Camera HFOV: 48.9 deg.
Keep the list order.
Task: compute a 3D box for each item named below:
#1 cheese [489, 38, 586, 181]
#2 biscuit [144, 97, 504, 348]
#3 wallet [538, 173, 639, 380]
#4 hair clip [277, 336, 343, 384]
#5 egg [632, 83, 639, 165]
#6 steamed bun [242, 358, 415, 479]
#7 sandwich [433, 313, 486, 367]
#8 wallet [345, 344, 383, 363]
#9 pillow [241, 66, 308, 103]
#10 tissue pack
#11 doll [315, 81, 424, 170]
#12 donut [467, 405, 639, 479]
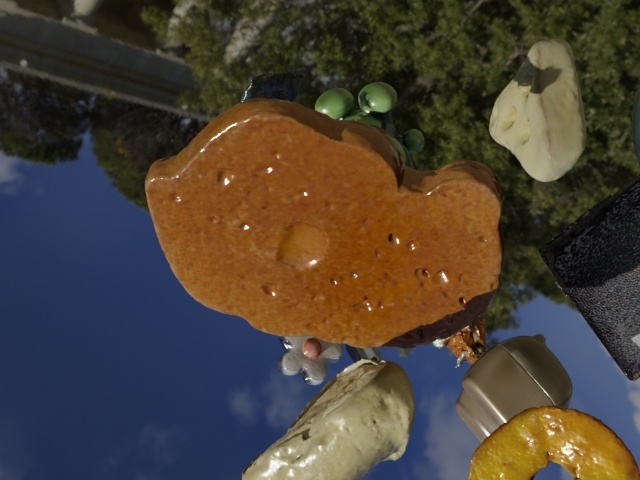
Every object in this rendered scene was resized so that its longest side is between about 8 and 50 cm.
[{"bbox_3d":[0.529,-0.269,1.738,0.129,0.351,0.329,2,-113,-8],"label":"cheese"},{"bbox_3d":[0.000,-0.001,0.885,0.455,0.350,0.078,19,-144,-5],"label":"biscuit"},{"bbox_3d":[0.495,0.052,1.087,0.071,0.221,0.262,15,-139,-50],"label":"wallet"},{"bbox_3d":[-0.039,0.182,1.512,0.075,0.146,0.257,122,135,-79],"label":"hair clip"},{"bbox_3d":[0.691,-0.261,1.255,0.229,0.371,0.230,13,-175,-1],"label":"egg"},{"bbox_3d":[0.035,0.228,0.824,0.110,0.212,0.231,49,-125,1],"label":"steamed bun"},{"bbox_3d":[0.440,0.294,2.147,0.109,0.185,0.160,-15,-120,-41],"label":"sandwich"},{"bbox_3d":[0.115,0.303,1.869,0.170,0.069,0.231,80,163,-49],"label":"wallet"},{"bbox_3d":[-0.120,-0.254,1.538,0.034,0.256,0.189,38,-142,22],"label":"pillow"},{"bbox_3d":[0.561,0.445,2.017,0.267,0.276,0.387,53,168,28],"label":"tissue pack"},{"bbox_3d":[0.068,-0.115,1.170,0.322,0.198,0.186,-75,-26,-43],"label":"doll"},{"bbox_3d":[0.424,0.445,1.285,0.303,0.303,0.110,53,-169,17],"label":"donut"}]
